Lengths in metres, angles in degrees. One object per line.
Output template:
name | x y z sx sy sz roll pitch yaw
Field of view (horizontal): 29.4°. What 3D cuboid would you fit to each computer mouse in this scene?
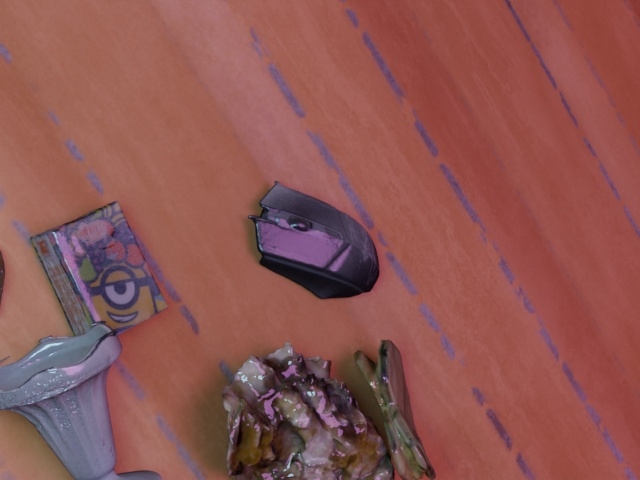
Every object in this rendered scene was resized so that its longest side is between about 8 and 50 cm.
computer mouse | 0.001 0.002 1.693 0.231 0.071 0.126 30 62 -31

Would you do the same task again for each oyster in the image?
oyster | -0.001 0.279 1.596 0.351 0.115 0.238 51 53 -19

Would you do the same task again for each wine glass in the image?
wine glass | -0.271 0.210 1.358 0.165 0.165 0.196 -28 102 -41

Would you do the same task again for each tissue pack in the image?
tissue pack | -0.266 0.040 1.463 0.108 0.060 0.148 -29 98 -42

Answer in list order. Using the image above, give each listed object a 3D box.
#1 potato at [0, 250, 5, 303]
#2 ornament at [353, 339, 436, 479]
potato | -0.380 0.048 1.380 0.037 0.036 0.093 11 73 -42
ornament | 0.113 0.252 1.703 0.180 0.059 0.201 58 13 -59
